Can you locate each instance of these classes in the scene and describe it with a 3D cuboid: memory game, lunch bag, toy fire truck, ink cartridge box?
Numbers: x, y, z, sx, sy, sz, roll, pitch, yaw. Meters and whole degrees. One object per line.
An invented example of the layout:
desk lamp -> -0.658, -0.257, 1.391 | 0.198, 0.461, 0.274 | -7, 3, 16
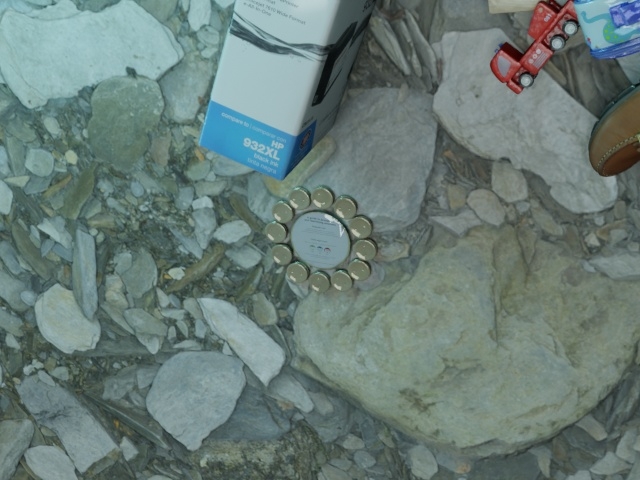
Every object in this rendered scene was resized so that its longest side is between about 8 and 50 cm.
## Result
memory game -> 0.000, 0.000, 1.451 | 0.186, 0.012, 0.186 | 9, 118, 18
lunch bag -> 0.402, -0.284, 1.051 | 0.219, 0.176, 0.090 | -17, 107, 27
toy fire truck -> 0.262, -0.295, 1.178 | 0.135, 0.047, 0.192 | 39, 123, 1
ink cartridge box -> -0.026, -0.267, 1.204 | 0.129, 0.223, 0.307 | 25, 121, 8

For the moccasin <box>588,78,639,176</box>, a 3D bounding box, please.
moccasin -> 0.456, -0.148, 1.058 | 0.380, 0.139, 0.147 | -32, 79, 54
